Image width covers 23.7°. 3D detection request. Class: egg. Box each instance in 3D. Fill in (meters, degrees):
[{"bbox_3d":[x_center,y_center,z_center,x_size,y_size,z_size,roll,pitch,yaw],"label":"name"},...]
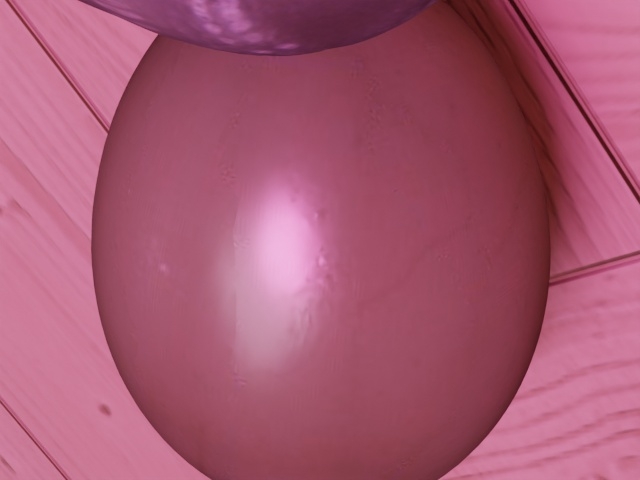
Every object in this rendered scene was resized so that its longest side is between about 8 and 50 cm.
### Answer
[{"bbox_3d":[0.000,0.000,0.616,0.186,0.186,0.242,16,131,22],"label":"egg"}]

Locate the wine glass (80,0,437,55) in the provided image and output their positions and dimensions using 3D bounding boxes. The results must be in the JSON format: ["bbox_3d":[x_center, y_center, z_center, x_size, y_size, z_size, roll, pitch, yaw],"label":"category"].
[{"bbox_3d":[0.025,-0.159,0.435,0.323,0.238,0.238,17,134,25],"label":"wine glass"}]
